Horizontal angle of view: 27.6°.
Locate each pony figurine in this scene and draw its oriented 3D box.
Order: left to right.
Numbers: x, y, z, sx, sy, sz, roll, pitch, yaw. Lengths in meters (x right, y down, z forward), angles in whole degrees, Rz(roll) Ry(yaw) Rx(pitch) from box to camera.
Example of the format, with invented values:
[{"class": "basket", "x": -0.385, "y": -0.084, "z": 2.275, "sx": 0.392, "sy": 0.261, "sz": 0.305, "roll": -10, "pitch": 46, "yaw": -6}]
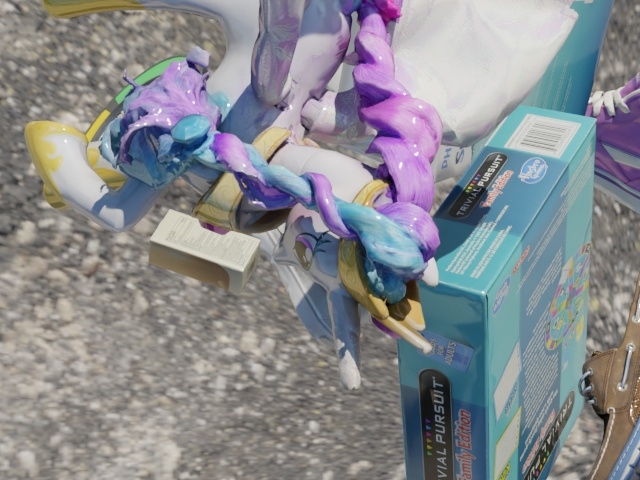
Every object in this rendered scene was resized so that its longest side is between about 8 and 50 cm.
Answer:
[{"class": "pony figurine", "x": -0.015, "y": -0.119, "z": 0.818, "sx": 0.363, "sy": 0.303, "sz": 0.351, "roll": 23, "pitch": 86, "yaw": 39}]

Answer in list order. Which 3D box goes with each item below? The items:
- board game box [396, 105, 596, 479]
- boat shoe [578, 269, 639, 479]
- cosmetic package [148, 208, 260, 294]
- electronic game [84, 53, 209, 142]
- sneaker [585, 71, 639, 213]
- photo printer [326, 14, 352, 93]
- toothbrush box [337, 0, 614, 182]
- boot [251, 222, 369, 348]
[{"class": "board game box", "x": 0.155, "y": 0.093, "z": 1.120, "sx": 0.079, "sy": 0.336, "sz": 0.254, "roll": 14, "pitch": 40, "yaw": 25}, {"class": "boat shoe", "x": 0.223, "y": 0.105, "z": 0.940, "sx": 0.066, "sy": 0.066, "sz": 0.183, "roll": 22, "pitch": 77, "yaw": 24}, {"class": "cosmetic package", "x": -0.132, "y": 0.013, "z": 1.482, "sx": 0.115, "sy": 0.041, "sz": 0.060, "roll": 19, "pitch": 44, "yaw": 9}, {"class": "electronic game", "x": -0.220, "y": -0.130, "z": 1.545, "sx": 0.229, "sy": 0.048, "sz": 0.229, "roll": -33, "pitch": 33, "yaw": 24}, {"class": "sneaker", "x": 0.313, "y": -0.148, "z": 1.465, "sx": 0.282, "sy": 0.161, "sz": 0.102, "roll": 25, "pitch": 44, "yaw": 18}, {"class": "photo printer", "x": 0.045, "y": -0.301, "z": 1.639, "sx": 0.307, "sy": 0.107, "sz": 0.256, "roll": 35, "pitch": 90, "yaw": -26}, {"class": "toothbrush box", "x": 0.158, "y": -0.196, "z": 1.261, "sx": 0.126, "sy": 0.295, "sz": 0.216, "roll": 25, "pitch": 118, "yaw": 31}, {"class": "boot", "x": 0.000, "y": 0.000, "z": 1.605, "sx": 0.123, "sy": 0.095, "sz": 0.258, "roll": -39, "pitch": 61, "yaw": 15}]
